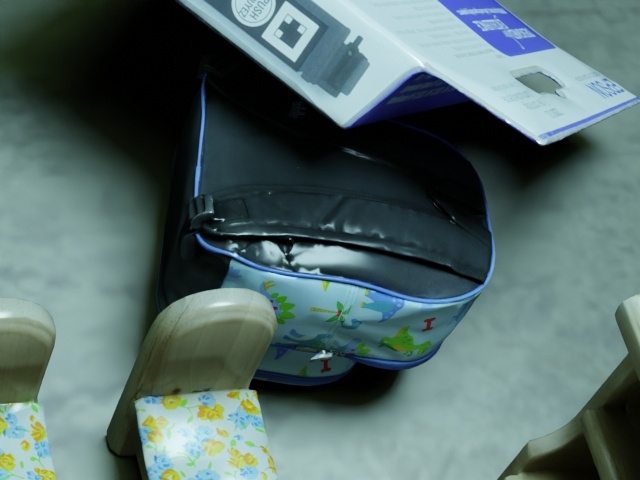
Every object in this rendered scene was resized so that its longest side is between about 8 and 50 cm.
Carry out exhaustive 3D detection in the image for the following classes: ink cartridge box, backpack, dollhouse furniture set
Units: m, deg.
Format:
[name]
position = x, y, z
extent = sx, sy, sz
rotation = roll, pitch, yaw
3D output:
[ink cartridge box]
position = 0.016, -0.093, 0.687
extent = 0.208, 0.045, 0.206
rotation = 37, 18, 11
[backpack]
position = 0.000, 0.000, 0.648
extent = 0.114, 0.084, 0.105
rotation = 12, 46, -13
[dollhouse furniture set]
position = 0.007, 0.107, 0.523
extent = 0.242, 0.161, 0.212
rotation = -2, 56, -23
